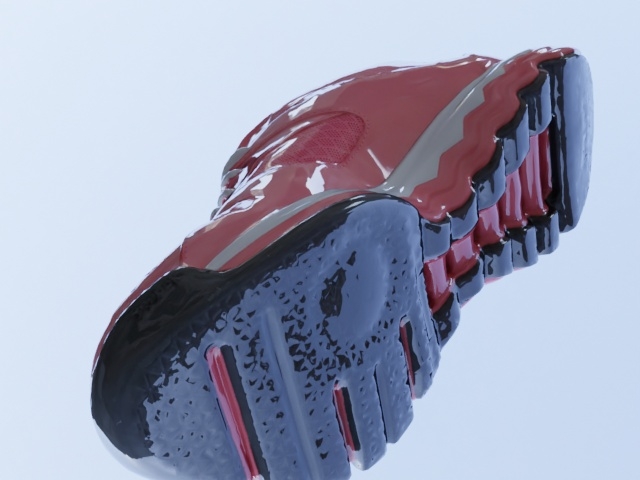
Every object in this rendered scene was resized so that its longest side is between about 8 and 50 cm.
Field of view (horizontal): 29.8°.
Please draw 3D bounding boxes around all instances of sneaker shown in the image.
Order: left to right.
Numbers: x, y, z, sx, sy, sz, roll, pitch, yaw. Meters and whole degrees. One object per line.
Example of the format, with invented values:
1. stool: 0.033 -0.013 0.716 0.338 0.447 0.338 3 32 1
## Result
1. sneaker: 0.000 0.000 0.529 0.136 0.116 0.314 13 -147 35
